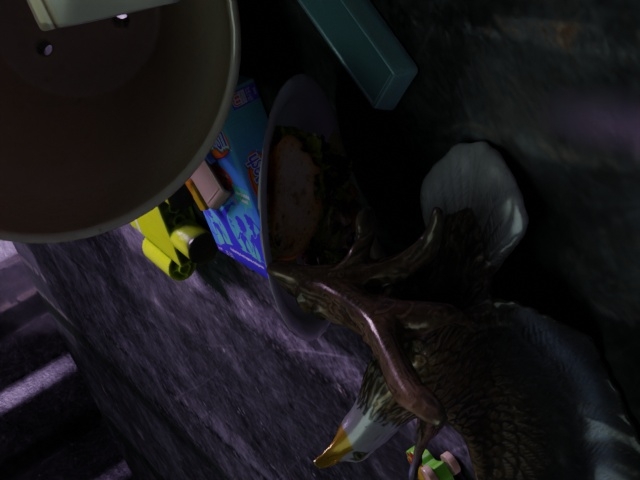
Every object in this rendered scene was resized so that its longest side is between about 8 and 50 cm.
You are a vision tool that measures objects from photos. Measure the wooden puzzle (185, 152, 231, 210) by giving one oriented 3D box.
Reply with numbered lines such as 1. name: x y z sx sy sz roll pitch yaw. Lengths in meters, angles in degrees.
1. wooden puzzle: -0.115 -0.067 1.084 0.078 0.014 0.116 57 160 -6

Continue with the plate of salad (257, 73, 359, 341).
1. plate of salad: 0.001 -0.025 0.832 0.048 0.200 0.199 -2 127 19

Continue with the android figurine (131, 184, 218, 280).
1. android figurine: -0.227 -0.069 1.423 0.273 0.056 0.248 33 148 47

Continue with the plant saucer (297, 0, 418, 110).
1. plant saucer: 0.001 -0.179 0.793 0.192 0.018 0.067 55 160 9

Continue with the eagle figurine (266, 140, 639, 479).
1. eagle figurine: 0.093 0.098 0.790 0.298 0.225 0.226 38 -138 -41

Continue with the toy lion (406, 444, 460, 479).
1. toy lion: 0.121 0.244 1.087 0.100 0.034 0.096 57 167 4

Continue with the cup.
1. cup: -0.231 -0.188 0.967 0.237 0.331 0.331 -98 -16 -73

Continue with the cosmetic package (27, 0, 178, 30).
1. cosmetic package: -0.158 -0.307 0.684 0.113 0.160 0.309 -7 121 24

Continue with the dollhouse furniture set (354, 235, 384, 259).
1. dollhouse furniture set: 0.000 0.000 0.963 0.151 0.076 0.058 66 159 11

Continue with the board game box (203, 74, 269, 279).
1. board game box: -0.085 -0.067 1.102 0.160 0.047 0.210 26 141 56
